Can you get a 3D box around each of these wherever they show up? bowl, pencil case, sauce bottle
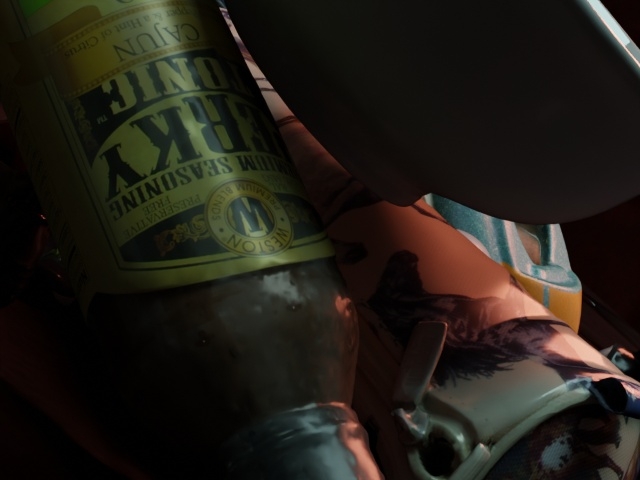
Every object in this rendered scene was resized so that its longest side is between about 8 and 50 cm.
[{"bbox_3d":[0.049,-0.110,0.671,0.298,0.134,0.298,46,16,-17],"label":"bowl"},{"bbox_3d":[0.002,0.023,0.772,0.410,0.160,0.183,46,-6,38],"label":"pencil case"},{"bbox_3d":[-0.051,0.005,0.598,0.111,0.111,0.344,22,37,-60],"label":"sauce bottle"}]

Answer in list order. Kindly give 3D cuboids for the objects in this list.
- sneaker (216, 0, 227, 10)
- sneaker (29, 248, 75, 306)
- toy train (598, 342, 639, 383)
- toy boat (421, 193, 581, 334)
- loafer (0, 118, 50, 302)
[{"bbox_3d":[-0.041,-0.150,1.152,0.262,0.125,0.104,36,-32,3],"label":"sneaker"},{"bbox_3d":[-0.128,0.010,0.733,0.031,0.035,0.083,37,9,1],"label":"sneaker"},{"bbox_3d":[0.324,0.146,0.871,0.334,0.190,0.142,38,9,11],"label":"toy train"},{"bbox_3d":[0.116,0.029,1.069,0.318,0.148,0.267,-8,82,-58],"label":"toy boat"},{"bbox_3d":[-0.167,-0.034,0.716,0.062,0.061,0.170,31,11,-38],"label":"loafer"}]
